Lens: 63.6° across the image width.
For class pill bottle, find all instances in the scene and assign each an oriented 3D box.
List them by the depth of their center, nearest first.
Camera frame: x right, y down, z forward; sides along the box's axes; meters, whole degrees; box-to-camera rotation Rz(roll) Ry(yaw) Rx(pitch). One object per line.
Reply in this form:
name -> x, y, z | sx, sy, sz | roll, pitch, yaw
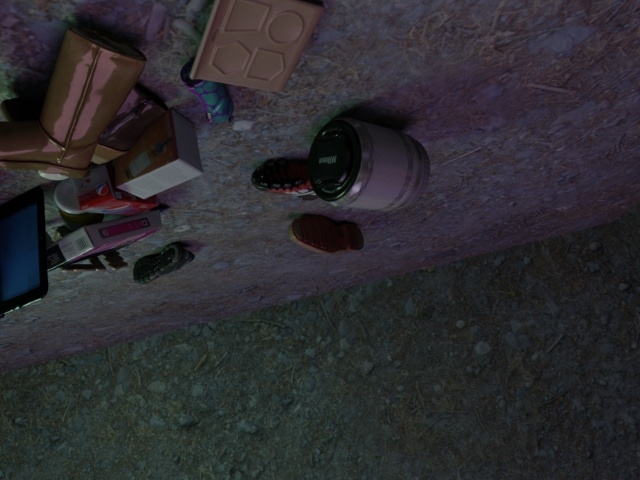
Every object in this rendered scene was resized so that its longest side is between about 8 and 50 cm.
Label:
pill bottle -> -0.616, -0.082, 1.333 | 0.103, 0.103, 0.184 | -7, 161, -19

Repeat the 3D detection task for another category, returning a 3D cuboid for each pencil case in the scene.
pencil case -> -0.223, -0.294, 1.032 | 0.064, 0.070, 0.152 | 22, 167, 15

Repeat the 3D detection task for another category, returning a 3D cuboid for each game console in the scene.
game console -> -0.800, 0.025, 1.223 | 0.250, 0.293, 0.173 | 1, 156, -35

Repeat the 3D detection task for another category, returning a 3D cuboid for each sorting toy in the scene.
sorting toy -> -0.116, -0.359, 0.924 | 0.208, 0.038, 0.193 | -5, 148, -36

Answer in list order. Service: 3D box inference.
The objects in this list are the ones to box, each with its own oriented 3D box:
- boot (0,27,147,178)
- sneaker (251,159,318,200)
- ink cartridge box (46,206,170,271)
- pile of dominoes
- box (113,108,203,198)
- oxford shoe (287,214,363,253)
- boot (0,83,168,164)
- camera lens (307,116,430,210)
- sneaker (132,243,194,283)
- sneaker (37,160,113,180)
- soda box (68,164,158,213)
boot -> -0.461, -0.244, 0.882 | 0.236, 0.089, 0.269 | 4, 134, -48
sneaker -> -0.066, -0.166, 1.472 | 0.275, 0.098, 0.135 | -8, 159, -20
ink cartridge box -> -0.566, -0.012, 1.410 | 0.175, 0.069, 0.371 | -23, -174, 20
pile of dominoes -> -0.680, 0.039, 1.473 | 0.196, 0.251, 0.040 | 4, 114, -47
box -> -0.363, -0.189, 1.147 | 0.170, 0.130, 0.091 | -20, 160, 18
oxford shoe -> 0.000, 0.000, 1.959 | 0.146, 0.141, 0.397 | -18, 160, 37
boot -> -0.452, -0.258, 1.008 | 0.206, 0.090, 0.248 | -35, 151, 18
camera lens -> 0.121, -0.189, 1.336 | 0.274, 0.220, 0.219 | 3, 156, -40
sneaker -> -0.578, 0.096, 1.896 | 0.267, 0.101, 0.106 | -22, 162, 27
sneaker -> -0.553, -0.179, 1.172 | 0.161, 0.057, 0.075 | -6, 159, -35
soda box -> -0.483, -0.114, 1.235 | 0.092, 0.084, 0.263 | -18, 179, 4
